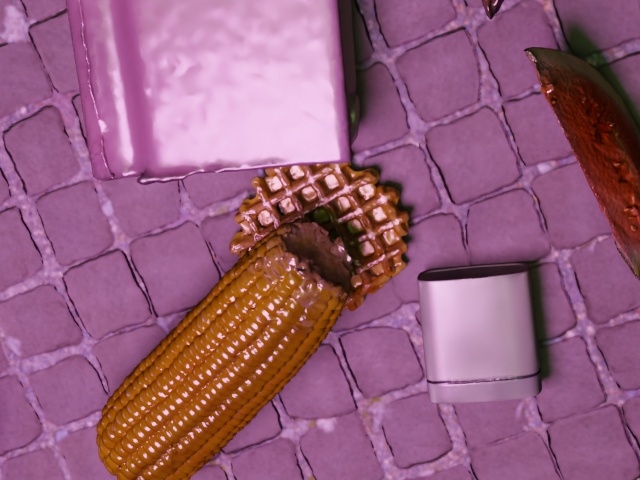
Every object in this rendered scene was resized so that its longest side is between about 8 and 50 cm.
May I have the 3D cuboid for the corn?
[{"bbox_3d":[-0.094,0.120,1.700,0.131,0.131,0.344,43,119,-3],"label":"corn"}]

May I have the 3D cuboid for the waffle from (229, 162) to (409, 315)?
[{"bbox_3d":[-0.002,-0.005,1.723,0.191,0.038,0.191,2,104,10],"label":"waffle"}]

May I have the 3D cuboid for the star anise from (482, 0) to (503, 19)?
[{"bbox_3d":[0.177,-0.369,1.564,0.331,0.117,0.332,4,113,9],"label":"star anise"}]

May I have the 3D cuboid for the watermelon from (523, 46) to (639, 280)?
[{"bbox_3d":[0.265,-0.084,1.617,0.063,0.119,0.245,-21,100,25],"label":"watermelon"}]

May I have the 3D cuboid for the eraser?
[{"bbox_3d":[-0.108,-0.248,1.640,0.272,0.122,0.359,-6,104,9],"label":"eraser"}]

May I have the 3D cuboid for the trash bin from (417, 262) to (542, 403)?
[{"bbox_3d":[0.160,0.094,1.710,0.116,0.059,0.130,-5,102,9],"label":"trash bin"}]
